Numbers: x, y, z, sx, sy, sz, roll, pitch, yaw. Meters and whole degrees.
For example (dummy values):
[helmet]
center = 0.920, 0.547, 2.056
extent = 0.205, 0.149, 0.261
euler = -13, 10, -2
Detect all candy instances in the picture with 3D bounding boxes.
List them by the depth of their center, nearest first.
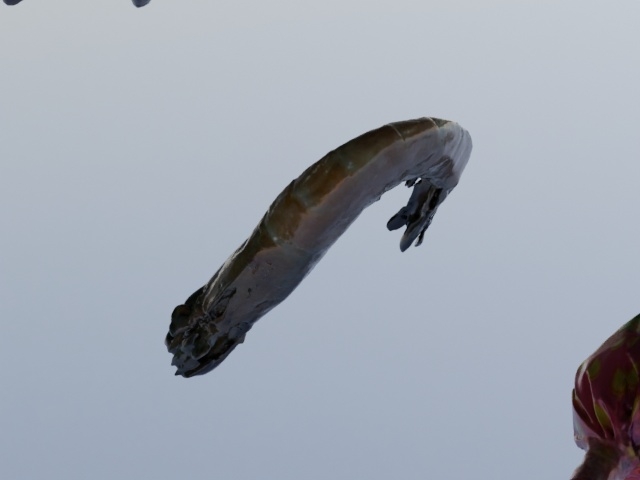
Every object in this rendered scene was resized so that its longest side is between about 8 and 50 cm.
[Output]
[candy]
center = 0.182, 0.196, 1.383
extent = 0.124, 0.124, 0.365
euler = 5, -143, 42

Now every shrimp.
[shrimp]
center = 0.000, 0.000, 1.077
extent = 0.219, 0.046, 0.152
euler = -44, 162, 24

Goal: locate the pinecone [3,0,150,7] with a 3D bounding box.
[pinecone]
center = -0.099, -0.169, 0.676
extent = 0.204, 0.184, 0.179
euler = -27, -172, -2
